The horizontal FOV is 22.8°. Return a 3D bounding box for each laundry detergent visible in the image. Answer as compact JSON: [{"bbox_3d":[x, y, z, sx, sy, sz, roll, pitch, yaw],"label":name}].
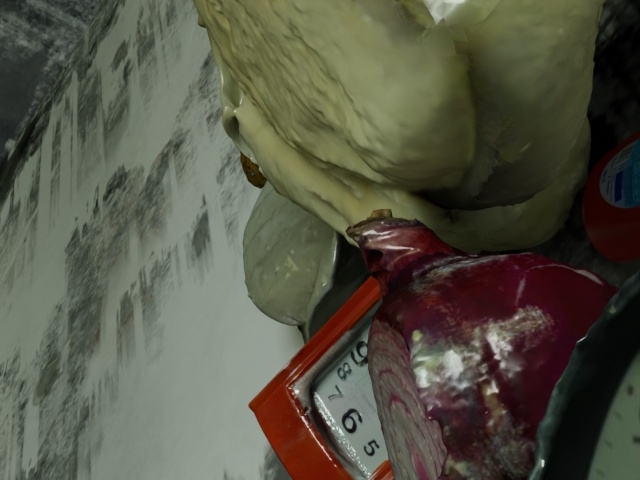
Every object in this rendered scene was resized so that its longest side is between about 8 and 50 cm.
[{"bbox_3d":[0.218,-0.050,0.870,0.165,0.049,0.097,-33,30,47],"label":"laundry detergent"}]

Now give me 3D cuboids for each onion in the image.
[{"bbox_3d":[0.089,0.064,0.814,0.140,0.195,0.218,-22,59,-2],"label":"onion"}]

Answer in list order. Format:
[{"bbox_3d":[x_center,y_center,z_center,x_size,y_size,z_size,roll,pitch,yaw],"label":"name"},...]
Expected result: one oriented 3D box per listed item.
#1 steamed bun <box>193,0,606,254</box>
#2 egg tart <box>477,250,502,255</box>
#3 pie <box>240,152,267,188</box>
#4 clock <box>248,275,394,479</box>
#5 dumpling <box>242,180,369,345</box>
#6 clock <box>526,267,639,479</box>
[{"bbox_3d":[0.056,-0.147,0.944,0.230,0.324,0.372,-31,-17,-14],"label":"steamed bun"},{"bbox_3d":[0.085,0.007,1.092,0.130,0.052,0.130,-46,27,32],"label":"egg tart"},{"bbox_3d":[0.002,-0.168,1.476,0.273,0.069,0.273,-48,26,33],"label":"pie"},{"bbox_3d":[0.040,0.101,1.036,0.155,0.061,0.113,-48,64,27],"label":"clock"},{"bbox_3d":[-0.001,0.001,1.238,0.176,0.092,0.150,-67,19,-11],"label":"dumpling"},{"bbox_3d":[0.174,0.140,0.570,0.312,0.061,0.312,-175,90,-65],"label":"clock"}]
